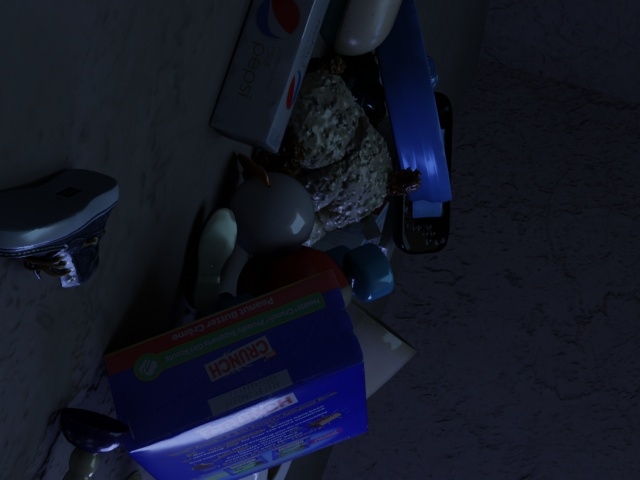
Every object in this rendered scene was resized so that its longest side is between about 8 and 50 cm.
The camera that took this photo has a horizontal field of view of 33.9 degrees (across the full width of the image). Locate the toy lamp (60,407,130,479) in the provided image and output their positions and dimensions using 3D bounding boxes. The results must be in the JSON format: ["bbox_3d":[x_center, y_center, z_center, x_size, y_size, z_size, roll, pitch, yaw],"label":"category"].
[{"bbox_3d":[-0.261,0.308,1.037,0.080,0.080,0.275,13,96,-80],"label":"toy lamp"}]

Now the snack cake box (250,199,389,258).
[{"bbox_3d":[0.000,0.000,1.683,0.264,0.152,0.089,-54,159,-59],"label":"snack cake box"}]

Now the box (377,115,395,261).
[{"bbox_3d":[0.116,-0.096,2.155,0.121,0.148,0.311,90,22,-60],"label":"box"}]

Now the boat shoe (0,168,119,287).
[{"bbox_3d":[-0.209,0.003,0.815,0.183,0.065,0.083,-44,149,-71],"label":"boat shoe"}]

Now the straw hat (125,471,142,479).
[{"bbox_3d":[-0.233,0.375,1.346,0.144,0.061,0.144,18,90,-79],"label":"straw hat"}]

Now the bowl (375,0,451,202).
[{"bbox_3d":[0.146,-0.250,1.766,0.391,0.077,0.391,-11,90,-85],"label":"bowl"}]

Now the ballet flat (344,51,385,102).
[{"bbox_3d":[0.075,-0.282,1.851,0.221,0.077,0.079,78,12,-70],"label":"ballet flat"}]

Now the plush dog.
[{"bbox_3d":[0.011,-0.136,1.496,0.225,0.210,0.262,51,51,-46],"label":"plush dog"}]

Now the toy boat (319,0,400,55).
[{"bbox_3d":[0.050,-0.380,1.394,0.318,0.148,0.267,-60,171,-78],"label":"toy boat"}]

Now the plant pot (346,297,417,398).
[{"bbox_3d":[-0.021,0.214,1.775,0.274,0.256,0.256,-52,170,1],"label":"plant pot"}]

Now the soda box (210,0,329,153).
[{"bbox_3d":[-0.055,-0.218,1.232,0.069,0.074,0.216,36,73,-79],"label":"soda box"}]

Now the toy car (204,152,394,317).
[{"bbox_3d":[-0.060,-0.003,1.375,0.238,0.219,0.210,70,-17,-5],"label":"toy car"}]

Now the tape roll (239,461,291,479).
[{"bbox_3d":[-0.095,0.362,2.032,0.392,0.072,0.392,19,90,-79],"label":"tape roll"}]

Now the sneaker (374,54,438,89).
[{"bbox_3d":[0.163,-0.321,2.062,0.240,0.126,0.091,-61,165,-48],"label":"sneaker"}]

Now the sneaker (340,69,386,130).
[{"bbox_3d":[0.050,-0.192,1.751,0.267,0.106,0.101,82,26,-71],"label":"sneaker"}]

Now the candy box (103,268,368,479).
[{"bbox_3d":[-0.084,0.183,1.234,0.317,0.268,0.122,84,-15,-67],"label":"candy box"}]

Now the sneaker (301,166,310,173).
[{"bbox_3d":[-0.005,-0.136,1.710,0.135,0.052,0.058,39,65,-80],"label":"sneaker"}]

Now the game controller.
[{"bbox_3d":[0.201,-0.133,2.062,0.166,0.067,0.319,-5,97,-58],"label":"game controller"}]

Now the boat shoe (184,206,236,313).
[{"bbox_3d":[-0.139,0.021,1.296,0.043,0.049,0.137,35,-64,56],"label":"boat shoe"}]
